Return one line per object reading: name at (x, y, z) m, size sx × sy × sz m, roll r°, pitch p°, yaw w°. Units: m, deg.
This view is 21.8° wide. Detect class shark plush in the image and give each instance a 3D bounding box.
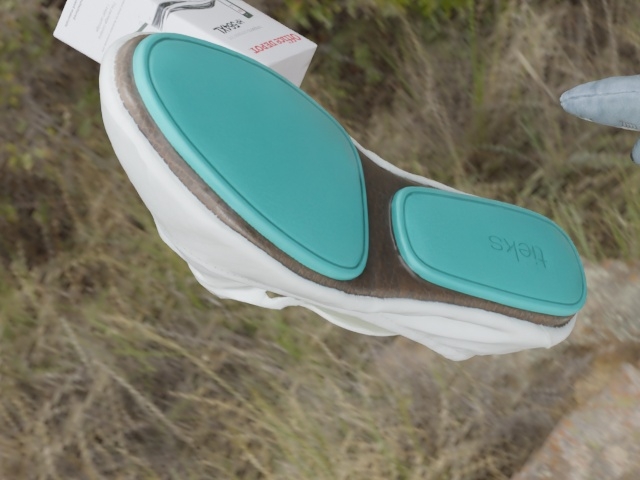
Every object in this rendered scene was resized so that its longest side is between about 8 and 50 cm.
shark plush at (0.237, -0.089, 1.111) m, size 0.161 × 0.067 × 0.073 m, roll 15°, pitch 87°, yaw 56°

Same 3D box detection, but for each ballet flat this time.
ballet flat at (0.000, 0.000, 1.030) m, size 0.139 × 0.400 × 0.139 m, roll -24°, pitch 56°, yaw 41°

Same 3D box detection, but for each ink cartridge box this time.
ink cartridge box at (-0.123, -0.189, 1.573) m, size 0.203 × 0.148 × 0.086 m, roll 30°, pitch 112°, yaw 10°
